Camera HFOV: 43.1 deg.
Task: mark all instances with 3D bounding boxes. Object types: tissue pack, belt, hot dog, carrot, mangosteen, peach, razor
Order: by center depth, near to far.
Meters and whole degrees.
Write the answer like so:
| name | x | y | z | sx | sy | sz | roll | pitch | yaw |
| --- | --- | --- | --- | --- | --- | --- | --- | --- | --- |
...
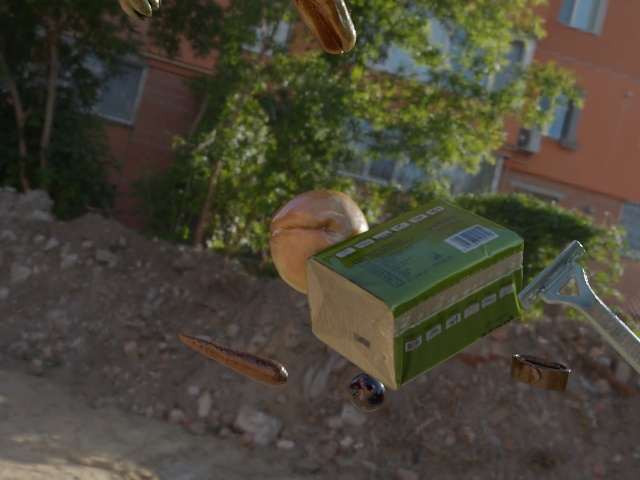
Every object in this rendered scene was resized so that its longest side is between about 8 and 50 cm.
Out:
| name | x | y | z | sx | sy | sz | roll | pitch | yaw |
| --- | --- | --- | --- | --- | --- | --- | --- | --- | --- |
| razor | 0.393 | 0.133 | 1.045 | 0.278 | 0.111 | 0.056 | 46 | -2 | 13 |
| belt | 0.304 | 0.185 | 1.129 | 0.083 | 0.036 | 0.059 | 13 | 10 | 39 |
| tissue pack | 0.147 | 0.073 | 1.244 | 0.275 | 0.167 | 0.200 | -25 | 34 | -30 |
| peach | 0.000 | 0.000 | 1.362 | 0.184 | 0.184 | 0.184 | 14 | -1 | 0 |
| carrot | -0.161 | 0.214 | 1.481 | 0.216 | 0.048 | 0.048 | 22 | -1 | -1 |
| hot dog | -0.006 | -0.458 | 1.520 | 0.109 | 0.072 | 0.269 | 5 | -38 | 42 |
| mangosteen | 0.100 | 0.313 | 1.668 | 0.081 | 0.080 | 0.081 | 14 | -1 | 0 |

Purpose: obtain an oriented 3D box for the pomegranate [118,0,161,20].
| name | x | y | z | sx | sy | sz | roll | pitch | yaw |
| --- | --- | --- | --- | --- | --- | --- | --- | --- | --- |
| pomegranate | -0.372 | -0.527 | 1.460 | 0.159 | 0.240 | 0.190 | -31 | 0 | 7 |
